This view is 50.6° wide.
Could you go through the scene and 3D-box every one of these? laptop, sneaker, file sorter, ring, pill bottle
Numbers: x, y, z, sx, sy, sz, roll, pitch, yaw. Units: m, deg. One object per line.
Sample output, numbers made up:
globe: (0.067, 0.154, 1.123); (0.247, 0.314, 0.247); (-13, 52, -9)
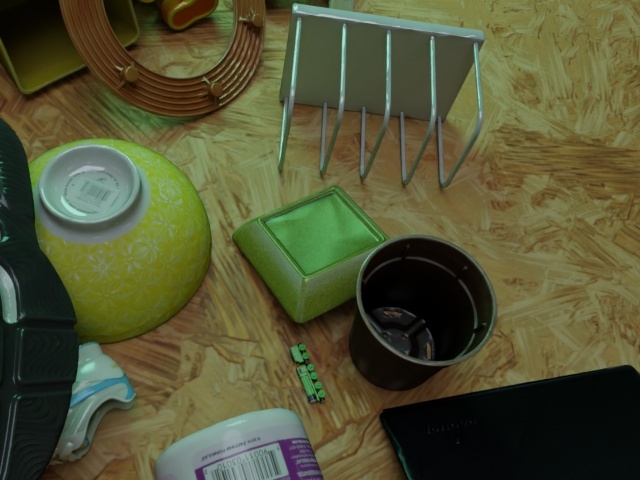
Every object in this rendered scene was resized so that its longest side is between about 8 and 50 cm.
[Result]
laptop: (0.307, 0.395, 0.800); (0.382, 0.236, 0.408); (-7, 91, -13)
sneaker: (-0.314, 0.217, 0.752); (0.092, 0.087, 0.228); (42, 64, 12)
file sorter: (0.082, -0.197, 0.998); (0.277, 0.193, 0.173); (6, 62, -7)
ring: (-0.214, -0.352, 0.998); (0.336, 0.032, 0.337); (-3, 95, -40)
sneaker: (-0.417, 0.090, 0.740); (0.169, 0.257, 0.447); (15, 49, -50)
pill bottle: (-0.050, 0.340, 0.681); (0.169, 0.169, 0.301); (-14, 65, -17)

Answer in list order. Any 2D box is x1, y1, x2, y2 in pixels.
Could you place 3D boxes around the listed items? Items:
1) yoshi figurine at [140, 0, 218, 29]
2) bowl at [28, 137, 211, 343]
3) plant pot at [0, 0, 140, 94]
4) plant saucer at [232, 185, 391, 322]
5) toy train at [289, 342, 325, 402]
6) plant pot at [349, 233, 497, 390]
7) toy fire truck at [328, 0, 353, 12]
yoshi figurine: (-0.292, -0.543, 1.141); (0.203, 0.203, 0.362); (-17, 61, -36)
bowl: (-0.282, -0.030, 0.858); (0.289, 0.156, 0.289); (5, 60, -8)
plant pot: (-0.434, -0.387, 1.016); (0.212, 0.212, 0.187); (-38, 57, -26)
plant saucer: (0.000, 0.000, 0.925); (0.188, 0.045, 0.188); (-25, 51, -21)
toy train: (-0.017, 0.171, 0.870); (0.023, 0.017, 0.083); (-20, 66, -9)
plant pot: (0.112, 0.104, 0.845); (0.167, 0.165, 0.167); (4, 60, -7)
toy fire truck: (-0.031, -0.452, 1.165); (0.217, 0.158, 0.246); (-10, 52, -16)
